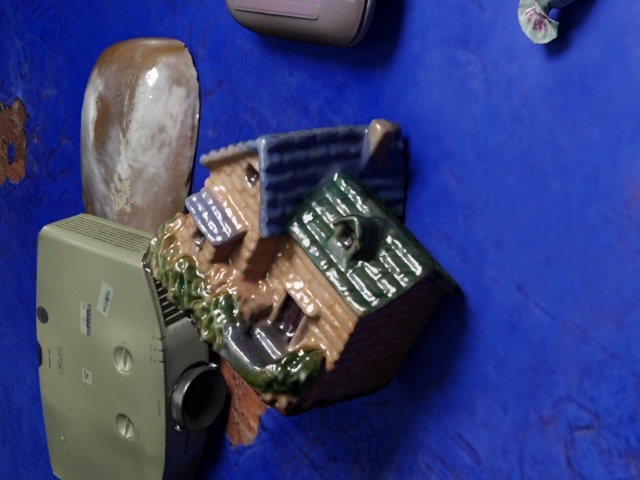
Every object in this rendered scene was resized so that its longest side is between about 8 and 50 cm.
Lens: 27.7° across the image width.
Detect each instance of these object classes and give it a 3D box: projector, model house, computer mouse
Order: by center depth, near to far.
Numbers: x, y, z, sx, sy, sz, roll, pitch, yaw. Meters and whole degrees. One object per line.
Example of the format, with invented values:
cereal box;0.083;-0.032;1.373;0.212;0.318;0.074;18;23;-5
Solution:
model house;0.000;0.000;0.943;0.183;0.166;0.172;52;129;28
computer mouse;-0.011;-0.220;1.045;0.232;0.057;0.120;20;107;58
projector;-0.177;0.120;1.228;0.193;0.088;0.270;16;115;35

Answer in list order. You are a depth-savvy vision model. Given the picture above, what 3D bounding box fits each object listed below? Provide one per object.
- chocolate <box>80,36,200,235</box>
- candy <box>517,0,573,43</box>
chocolate;-0.196;-0.079;1.304;0.157;0.080;0.254;16;103;55
candy;0.162;-0.200;0.797;0.045;0.043;0.175;58;139;43
